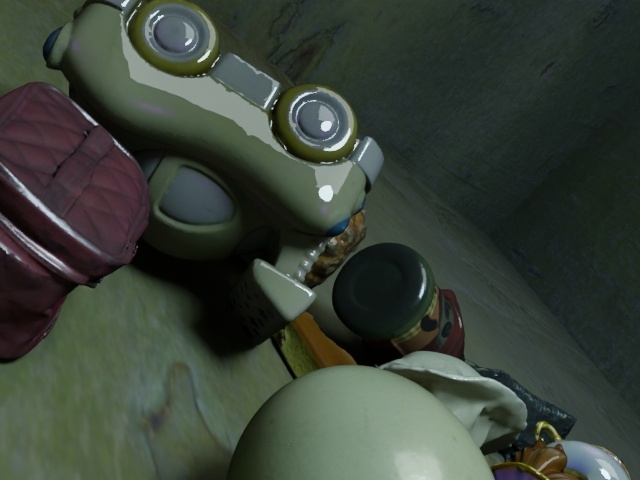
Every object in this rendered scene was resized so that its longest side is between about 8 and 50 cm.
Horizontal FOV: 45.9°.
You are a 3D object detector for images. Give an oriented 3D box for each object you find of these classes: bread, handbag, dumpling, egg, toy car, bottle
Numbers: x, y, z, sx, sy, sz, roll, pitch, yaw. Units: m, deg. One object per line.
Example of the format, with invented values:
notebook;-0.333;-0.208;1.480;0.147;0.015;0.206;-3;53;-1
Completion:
bread;0.022;0.167;0.846;0.088;0.049;0.226;26;22;-49
handbag;0.277;0.251;1.195;0.270;0.088;0.175;33;0;-24
dumpling;0.158;0.201;0.891;0.126;0.166;0.216;-48;134;-50
egg;0.032;0.200;0.507;0.188;0.188;0.253;33;21;-35
toy car;-0.133;-0.071;0.787;0.336;0.226;0.242;30;-21;-7
bottle;0.125;0.114;1.034;0.143;0.156;0.271;38;-8;40
handbag;-0.221;-0.024;0.582;0.146;0.135;0.225;43;13;-19

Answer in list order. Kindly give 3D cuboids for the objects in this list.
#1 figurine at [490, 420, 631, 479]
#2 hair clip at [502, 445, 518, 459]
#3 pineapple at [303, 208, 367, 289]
figurine;0.271;0.311;0.869;0.263;0.142;0.189;0;58;-53
hair clip;0.276;0.338;1.080;0.070;0.039;0.229;45;10;5
pineapple;-0.105;-0.090;1.007;0.361;0.175;0.175;44;15;0
